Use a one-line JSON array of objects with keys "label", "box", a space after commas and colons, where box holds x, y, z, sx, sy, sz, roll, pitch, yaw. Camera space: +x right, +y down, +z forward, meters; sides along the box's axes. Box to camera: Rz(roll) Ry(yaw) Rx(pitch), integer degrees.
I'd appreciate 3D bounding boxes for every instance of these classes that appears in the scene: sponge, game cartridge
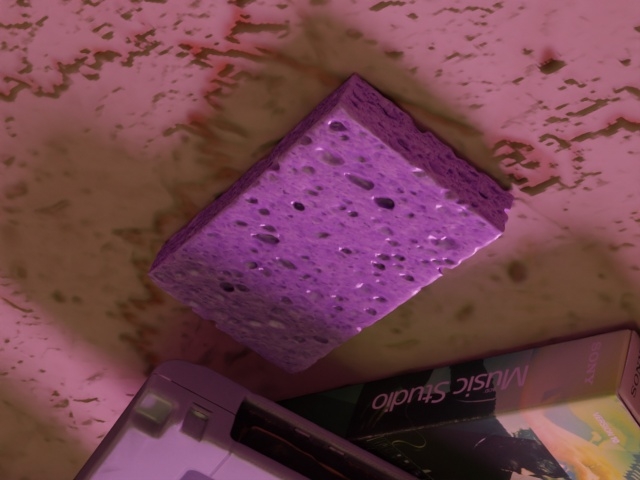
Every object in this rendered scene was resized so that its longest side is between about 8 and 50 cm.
[{"label": "sponge", "box": [0.000, 0.000, 0.875, 0.117, 0.031, 0.210, 35, 138, -17]}, {"label": "game cartridge", "box": [-0.012, 0.199, 0.998, 0.297, 0.062, 0.198, 29, 143, -9]}]

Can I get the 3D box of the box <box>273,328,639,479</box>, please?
[{"label": "box", "box": [0.109, 0.177, 1.005, 0.322, 0.058, 0.232, -17, 127, 34]}]
